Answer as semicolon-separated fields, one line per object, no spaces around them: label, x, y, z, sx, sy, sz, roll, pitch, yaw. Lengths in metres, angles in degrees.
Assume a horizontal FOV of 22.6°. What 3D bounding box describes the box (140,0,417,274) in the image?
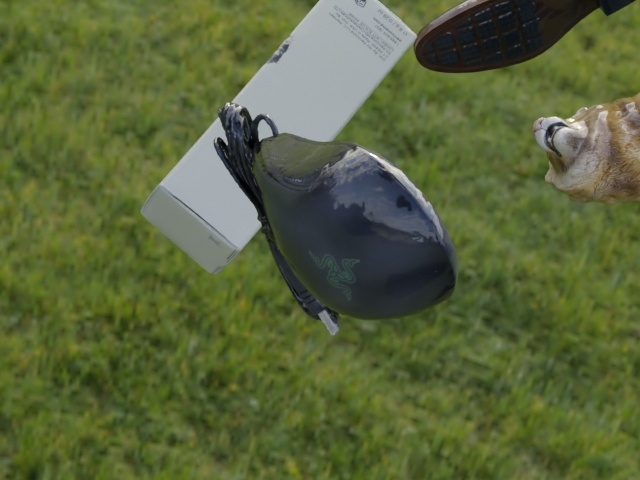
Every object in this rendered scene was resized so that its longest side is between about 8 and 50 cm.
box;-0.038;-0.105;1.457;0.094;0.113;0.275;41;68;-4

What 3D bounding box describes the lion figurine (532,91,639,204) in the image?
lion figurine;0.405;-0.180;1.664;0.142;0.392;0.240;47;-2;-13

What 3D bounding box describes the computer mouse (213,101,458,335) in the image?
computer mouse;0.000;0.000;1.075;0.072;0.188;0.272;-35;16;-16

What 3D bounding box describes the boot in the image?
boot;0.172;-0.220;1.367;0.219;0.082;0.106;-22;44;2
